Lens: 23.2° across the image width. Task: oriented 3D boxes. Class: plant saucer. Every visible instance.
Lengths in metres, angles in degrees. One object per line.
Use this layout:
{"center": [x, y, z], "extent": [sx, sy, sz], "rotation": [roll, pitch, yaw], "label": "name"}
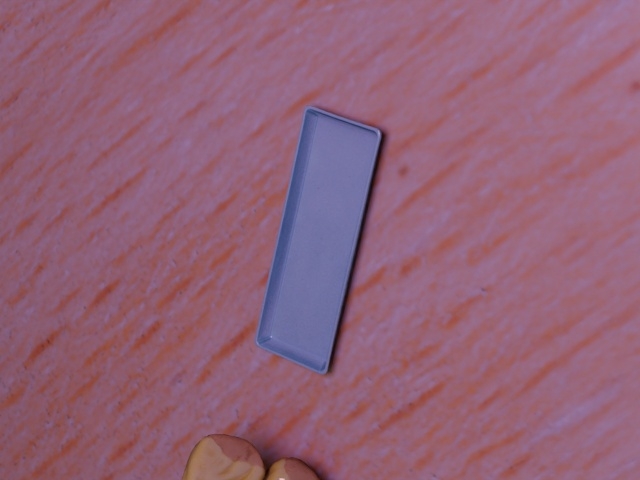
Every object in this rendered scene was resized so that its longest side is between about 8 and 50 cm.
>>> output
{"center": [0.000, 0.000, 1.156], "extent": [0.067, 0.018, 0.192], "rotation": [21, 108, 28], "label": "plant saucer"}

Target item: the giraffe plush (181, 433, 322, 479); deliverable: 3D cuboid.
{"center": [-0.089, 0.265, 1.183], "extent": [0.181, 0.210, 0.170], "rotation": [52, 153, 3], "label": "giraffe plush"}
